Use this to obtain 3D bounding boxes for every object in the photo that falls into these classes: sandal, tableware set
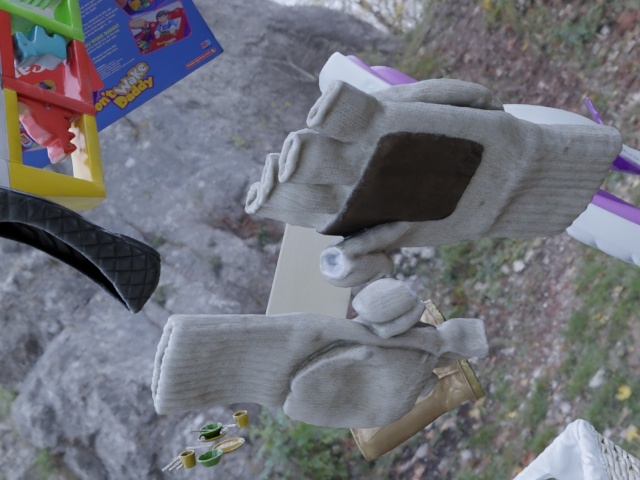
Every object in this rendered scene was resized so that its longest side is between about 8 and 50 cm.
[{"bbox_3d":[0.182,-0.074,0.627,0.102,0.416,0.169,-64,-17,14],"label":"sandal"},{"bbox_3d":[-0.152,0.284,1.108,0.104,0.024,0.154,-12,7,25],"label":"tableware set"}]

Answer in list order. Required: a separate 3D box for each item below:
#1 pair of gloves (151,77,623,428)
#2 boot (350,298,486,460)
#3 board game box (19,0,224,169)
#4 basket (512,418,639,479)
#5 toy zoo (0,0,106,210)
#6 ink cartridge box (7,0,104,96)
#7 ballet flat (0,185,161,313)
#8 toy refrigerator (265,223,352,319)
[{"bbox_3d":[0.034,0.026,0.417,0.204,0.042,0.240,8,-52,-31],"label":"pair of gloves"},{"bbox_3d":[0.161,0.273,1.545,0.270,0.236,0.089,-28,-25,6],"label":"boot"},{"bbox_3d":[-0.332,-0.253,1.006,0.347,0.078,0.233,-32,-38,-1],"label":"board game box"},{"bbox_3d":[0.412,0.523,1.161,0.328,0.267,0.331,-58,3,26],"label":"basket"},{"bbox_3d":[-0.287,-0.137,0.678,0.030,0.293,0.192,-30,-27,33],"label":"toy zoo"},{"bbox_3d":[-0.371,-0.227,0.860,0.181,0.056,0.224,-21,-54,-1],"label":"ink cartridge box"},{"bbox_3d":[-0.186,0.003,0.535,0.057,0.173,0.049,-10,60,51],"label":"ballet flat"},{"bbox_3d":[0.000,0.000,1.048,0.094,0.102,0.269,112,170,-72],"label":"toy refrigerator"}]
